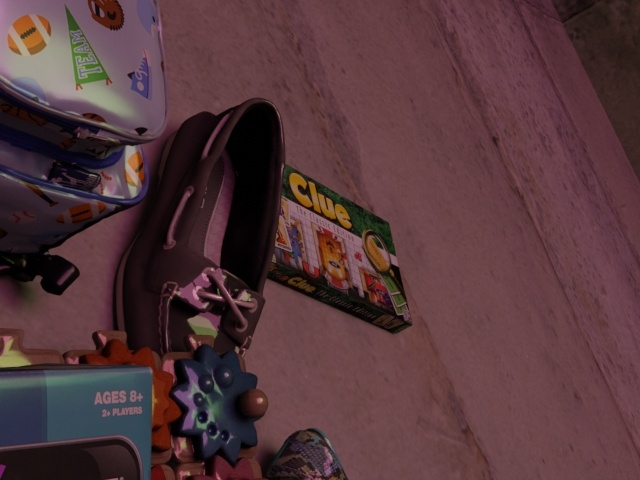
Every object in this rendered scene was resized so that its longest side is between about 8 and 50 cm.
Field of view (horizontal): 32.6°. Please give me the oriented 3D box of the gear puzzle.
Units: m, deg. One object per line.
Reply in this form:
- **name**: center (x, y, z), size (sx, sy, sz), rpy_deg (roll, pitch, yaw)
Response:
- **gear puzzle**: center (-0.152, 0.136, 0.677), size (0.339, 0.044, 0.175), rpy_deg (7, 68, -46)

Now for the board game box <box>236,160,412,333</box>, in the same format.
- **board game box**: center (0.000, 0.000, 1.118), size (0.259, 0.030, 0.136), rpy_deg (26, 41, -47)

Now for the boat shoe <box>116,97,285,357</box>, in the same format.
- **boat shoe**: center (-0.088, 0.001, 0.899), size (0.112, 0.095, 0.335), rpy_deg (41, 34, -33)

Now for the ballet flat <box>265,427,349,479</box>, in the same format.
- **ballet flat**: center (0.016, 0.245, 0.897), size (0.188, 0.070, 0.070), rpy_deg (56, 28, -5)

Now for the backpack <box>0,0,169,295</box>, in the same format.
- **backpack**: center (-0.234, -0.128, 0.680), size (0.263, 0.213, 0.277), rpy_deg (7, 61, -44)

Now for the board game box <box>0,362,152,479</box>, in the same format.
- **board game box**: center (-0.180, 0.220, 0.435), size (0.253, 0.079, 0.336), rpy_deg (7, 82, -57)
